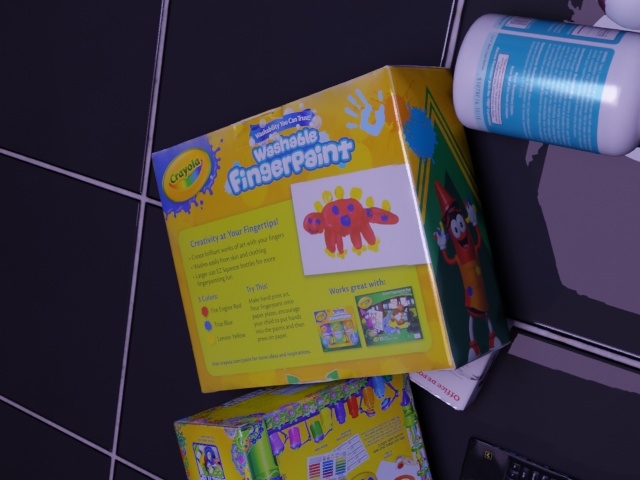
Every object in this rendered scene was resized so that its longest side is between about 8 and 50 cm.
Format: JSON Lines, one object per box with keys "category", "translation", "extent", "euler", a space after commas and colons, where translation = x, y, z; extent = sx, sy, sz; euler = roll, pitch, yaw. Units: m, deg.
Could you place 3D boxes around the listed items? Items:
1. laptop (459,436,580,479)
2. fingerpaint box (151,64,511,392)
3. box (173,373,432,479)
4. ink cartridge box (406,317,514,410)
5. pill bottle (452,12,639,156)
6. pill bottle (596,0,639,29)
{"category": "laptop", "translation": [0.276, 0.435, 1.189], "extent": [0.264, 0.136, 0.234], "euler": [19, 107, 27]}
{"category": "fingerpaint box", "translation": [0.000, 0.000, 1.224], "extent": [0.444, 0.163, 0.371], "euler": [-14, 88, 39]}
{"category": "box", "translation": [-0.009, 0.339, 1.226], "extent": [0.177, 0.290, 0.279], "euler": [-11, 92, 52]}
{"category": "ink cartridge box", "translation": [0.193, 0.151, 1.233], "extent": [0.099, 0.056, 0.135], "euler": [32, 113, 24]}
{"category": "pill bottle", "translation": [0.303, -0.183, 1.056], "extent": [0.264, 0.146, 0.146], "euler": [16, 107, 28]}
{"category": "pill bottle", "translation": [0.349, -0.367, 0.927], "extent": [0.224, 0.224, 0.392], "euler": [-40, 71, 29]}
